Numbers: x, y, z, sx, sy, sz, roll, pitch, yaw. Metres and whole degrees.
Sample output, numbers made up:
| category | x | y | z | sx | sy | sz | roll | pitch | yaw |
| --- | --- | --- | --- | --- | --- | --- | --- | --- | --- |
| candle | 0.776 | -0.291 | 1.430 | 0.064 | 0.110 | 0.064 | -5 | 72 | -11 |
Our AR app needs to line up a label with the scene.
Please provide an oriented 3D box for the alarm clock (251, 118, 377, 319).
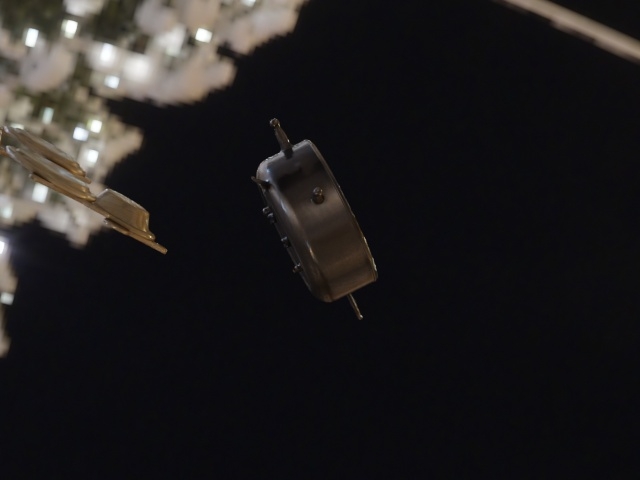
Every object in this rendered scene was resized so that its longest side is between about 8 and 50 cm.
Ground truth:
| category | x | y | z | sx | sy | sz | roll | pitch | yaw |
| --- | --- | --- | --- | --- | --- | --- | --- | --- | --- |
| alarm clock | 0.000 | 0.000 | 1.577 | 0.064 | 0.192 | 0.129 | -29 | -138 | -2 |

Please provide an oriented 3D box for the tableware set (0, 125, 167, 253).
| category | x | y | z | sx | sy | sz | roll | pitch | yaw |
| --- | --- | --- | --- | --- | --- | --- | --- | --- | --- |
| tableware set | -0.178 | -0.046 | 1.231 | 0.168 | 0.020 | 0.141 | 33 | -176 | 37 |
